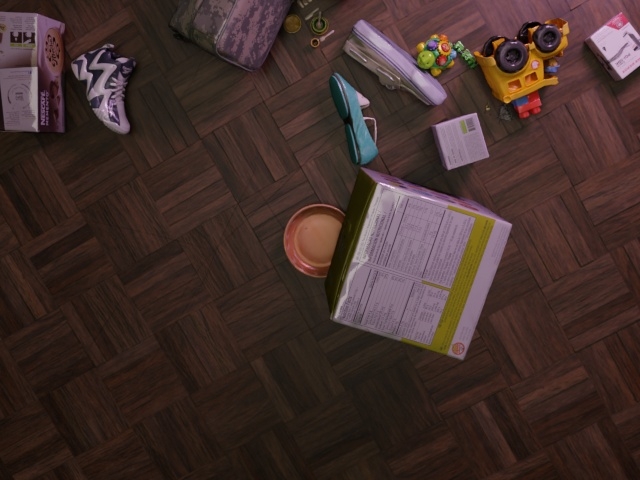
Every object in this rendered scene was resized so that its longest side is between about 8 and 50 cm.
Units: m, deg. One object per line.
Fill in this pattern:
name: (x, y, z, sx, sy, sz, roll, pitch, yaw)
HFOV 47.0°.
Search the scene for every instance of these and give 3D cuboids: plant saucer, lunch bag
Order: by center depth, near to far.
lunch bag: (-0.232, -0.611, 1.839, 0.256, 0.212, 0.305, 31, 101, 27)
plant saucer: (0.000, 0.000, 1.986, 0.199, 0.037, 0.200, 1, 97, 6)

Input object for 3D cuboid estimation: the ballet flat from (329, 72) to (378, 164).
ballet flat: (0.095, -0.322, 1.924, 0.087, 0.083, 0.248, -19, 96, -17)

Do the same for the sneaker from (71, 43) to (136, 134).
sneaker: (-0.537, -0.411, 1.948, 0.153, 0.094, 0.235, -30, 84, 16)

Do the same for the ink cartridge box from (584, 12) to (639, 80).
ink cartridge box: (0.749, -0.484, 1.848, 0.099, 0.056, 0.135, -39, 92, 8)

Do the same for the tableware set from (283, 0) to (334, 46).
tableware set: (-0.046, -0.574, 1.921, 0.104, 0.024, 0.154, -36, 94, 9)

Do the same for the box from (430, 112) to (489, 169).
box: (0.344, -0.248, 1.840, 0.103, 0.203, 0.114, -17, 98, 7)

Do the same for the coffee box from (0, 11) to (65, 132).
coffee box: (-0.757, -0.431, 1.928, 0.118, 0.168, 0.298, 3, 97, 5)

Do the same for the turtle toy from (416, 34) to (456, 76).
turtle toy: (0.291, -0.471, 1.866, 0.130, 0.066, 0.095, -35, 94, -25)

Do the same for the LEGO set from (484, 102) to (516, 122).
LEGO set: (0.467, -0.331, 1.909, 0.083, 0.023, 0.054, 1, 98, 5)

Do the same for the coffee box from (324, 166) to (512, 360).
coffee box: (0.215, 0.040, 1.801, 0.334, 0.338, 0.338, 17, 100, -6)

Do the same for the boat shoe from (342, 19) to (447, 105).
boat shoe: (0.189, -0.439, 1.891, 0.302, 0.109, 0.094, 43, 116, 6)

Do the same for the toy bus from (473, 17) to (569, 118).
toy bus: (0.523, -0.425, 1.841, 0.220, 0.149, 0.212, -24, 108, 5)

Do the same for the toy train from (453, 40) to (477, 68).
toy train: (0.376, -0.479, 1.901, 0.023, 0.017, 0.083, -42, 92, -2)
